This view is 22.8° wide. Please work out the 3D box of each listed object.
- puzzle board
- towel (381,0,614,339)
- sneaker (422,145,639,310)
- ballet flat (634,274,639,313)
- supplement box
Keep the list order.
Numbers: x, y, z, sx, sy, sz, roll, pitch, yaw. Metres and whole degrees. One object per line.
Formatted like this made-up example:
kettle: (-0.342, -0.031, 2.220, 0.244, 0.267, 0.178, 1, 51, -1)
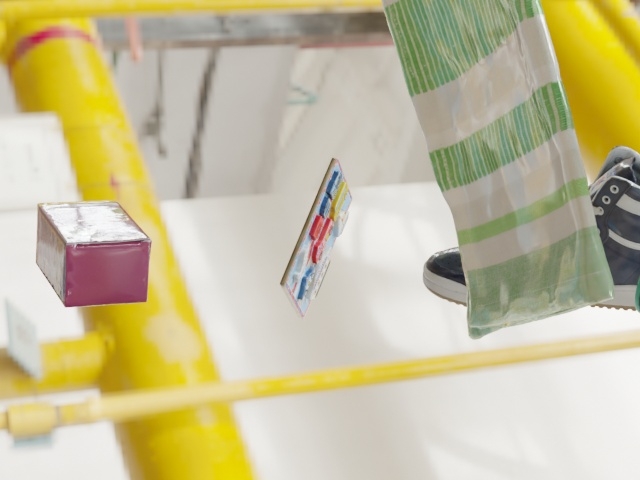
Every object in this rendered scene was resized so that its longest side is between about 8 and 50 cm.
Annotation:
puzzle board: (0.000, 0.000, 1.440, 0.096, 0.011, 0.128, 64, 46, -66)
towel: (0.123, -0.096, 1.202, 0.248, 0.038, 0.324, 146, -68, -73)
sneaker: (0.242, -0.013, 1.610, 0.099, 0.282, 0.153, -70, 158, -62)
ballet flat: (0.276, -0.049, 1.072, 0.087, 0.083, 0.247, 17, -70, 35)
supplement box: (-0.143, 0.007, 0.993, 0.083, 0.055, 0.043, -138, -130, -62)
